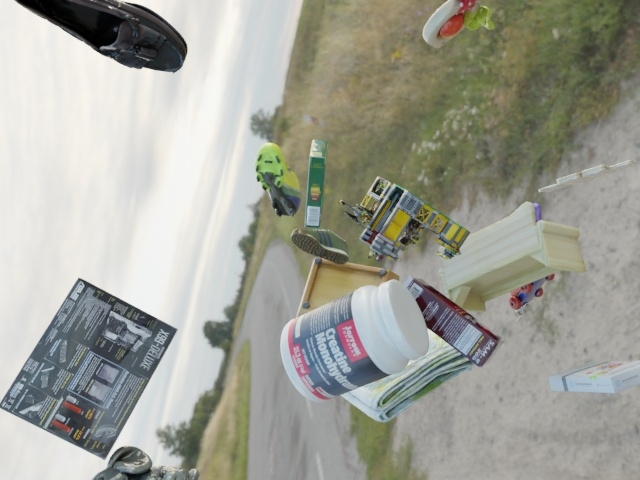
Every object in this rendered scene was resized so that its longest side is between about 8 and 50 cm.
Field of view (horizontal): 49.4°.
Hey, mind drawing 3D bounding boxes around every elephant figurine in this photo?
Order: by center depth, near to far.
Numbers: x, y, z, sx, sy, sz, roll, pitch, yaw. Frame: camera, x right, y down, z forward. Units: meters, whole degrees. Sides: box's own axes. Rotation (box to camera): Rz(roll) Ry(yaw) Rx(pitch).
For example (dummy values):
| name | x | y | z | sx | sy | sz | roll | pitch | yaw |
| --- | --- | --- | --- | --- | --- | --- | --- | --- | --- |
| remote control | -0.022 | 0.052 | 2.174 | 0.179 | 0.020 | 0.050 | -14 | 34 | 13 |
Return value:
| name | x | y | z | sx | sy | sz | roll | pitch | yaw |
| --- | --- | --- | --- | --- | --- | --- | --- | --- | --- |
| elephant figurine | -0.387 | 0.500 | 1.408 | 0.186 | 0.239 | 0.170 | 101 | -175 | -59 |

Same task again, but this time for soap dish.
| name | x | y | z | sx | sy | sz | roll | pitch | yaw |
| --- | --- | --- | --- | --- | --- | --- | --- | --- | --- |
| soap dish | 0.081 | 0.174 | 2.154 | 0.118 | 0.290 | 0.229 | 74 | -152 | -57 |

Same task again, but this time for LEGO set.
| name | x | y | z | sx | sy | sz | roll | pitch | yaw |
| --- | --- | --- | --- | --- | --- | --- | --- | --- | --- |
| LEGO set | 0.202 | -0.019 | 1.780 | 0.192 | 0.254 | 0.331 | -57 | 29 | 5 |

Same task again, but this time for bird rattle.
| name | x | y | z | sx | sy | sz | roll | pitch | yaw |
| --- | --- | --- | --- | --- | --- | --- | --- | --- | --- |
| bird rattle | 0.348 | -0.564 | 1.735 | 0.207 | 0.143 | 0.253 | -41 | -4 | 14 |

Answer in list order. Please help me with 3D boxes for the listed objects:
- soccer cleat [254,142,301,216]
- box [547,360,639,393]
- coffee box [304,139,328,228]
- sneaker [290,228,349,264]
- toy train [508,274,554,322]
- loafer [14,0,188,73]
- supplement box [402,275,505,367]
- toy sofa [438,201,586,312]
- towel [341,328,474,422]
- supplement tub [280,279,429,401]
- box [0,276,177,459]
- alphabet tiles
| name | x | y | z | sx | sy | sz | roll | pitch | yaw |
| --- | --- | --- | --- | --- | --- | --- | --- | --- | --- |
| soccer cleat | -0.120 | -0.188 | 2.001 | 0.289 | 0.093 | 0.121 | 72 | -155 | -51 |
| box | 0.615 | 0.296 | 1.515 | 0.186 | 0.145 | 0.038 | -21 | 81 | 65 |
| coffee box | -0.009 | -0.134 | 1.648 | 0.113 | 0.040 | 0.184 | -82 | -4 | -63 |
| sneaker | 0.000 | 0.000 | 2.086 | 0.064 | 0.192 | 0.086 | -51 | 22 | 39 |
| toy train | 0.550 | 0.123 | 1.980 | 0.143 | 0.105 | 0.248 | 54 | 155 | 27 |
| loafer | -0.351 | -0.340 | 1.111 | 0.109 | 0.302 | 0.095 | -43 | 39 | 30 |
| supplement box | 0.285 | 0.178 | 1.545 | 0.073 | 0.239 | 0.130 | -55 | -20 | 7 |
| toy sofa | 0.484 | 0.050 | 1.807 | 0.362 | 0.150 | 0.177 | -33 | 55 | 47 |
| towel | 0.209 | 0.333 | 1.856 | 0.090 | 0.320 | 0.374 | 66 | 164 | -9 |
| supplement tub | 0.070 | 0.211 | 1.467 | 0.272 | 0.191 | 0.191 | -27 | 30 | 23 |
| box | -0.482 | 0.268 | 1.473 | 0.308 | 0.242 | 0.076 | -64 | 6 | -18 |
| alphabet tiles | 0.812 | -0.198 | 2.114 | 0.284 | 0.277 | 0.021 | -7 | -99 | -60 |
